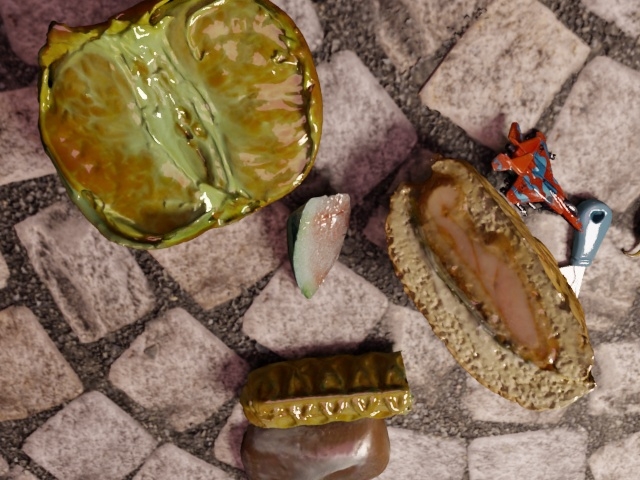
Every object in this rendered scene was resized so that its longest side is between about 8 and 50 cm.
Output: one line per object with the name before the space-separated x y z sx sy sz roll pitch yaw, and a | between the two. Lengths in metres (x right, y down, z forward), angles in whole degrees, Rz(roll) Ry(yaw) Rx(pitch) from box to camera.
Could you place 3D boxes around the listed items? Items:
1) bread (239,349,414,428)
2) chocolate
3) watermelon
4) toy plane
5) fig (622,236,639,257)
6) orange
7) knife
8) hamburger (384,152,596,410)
bread | 0.008 0.235 0.811 0.270 0.087 0.098 -6 110 0
chocolate | -0.008 0.362 0.858 0.254 0.080 0.156 -15 109 3
watermelon | -0.009 0.002 0.744 0.094 0.081 0.180 6 126 -21
toy plane | 0.307 -0.072 0.723 0.189 0.061 0.130 45 63 -26
fig | 0.491 -0.002 0.770 0.050 0.050 0.083 30 125 -11
orange | -0.161 -0.139 0.622 0.335 0.196 0.262 -28 93 3
knife | 0.384 0.053 0.796 0.058 0.032 0.244 6 113 -5
hamburger | 0.234 0.056 0.704 0.162 0.209 0.330 -41 69 20
